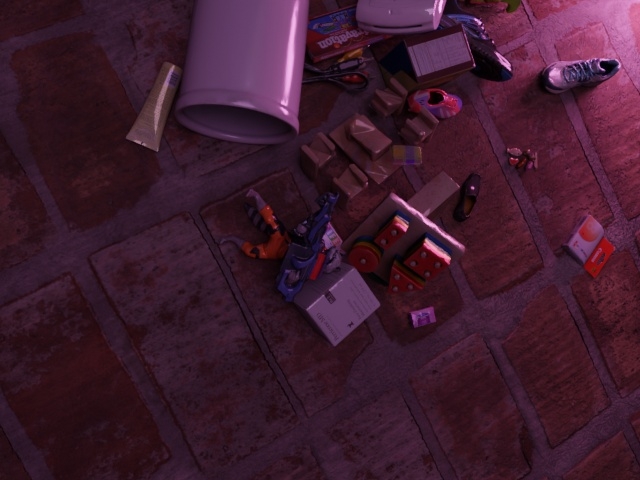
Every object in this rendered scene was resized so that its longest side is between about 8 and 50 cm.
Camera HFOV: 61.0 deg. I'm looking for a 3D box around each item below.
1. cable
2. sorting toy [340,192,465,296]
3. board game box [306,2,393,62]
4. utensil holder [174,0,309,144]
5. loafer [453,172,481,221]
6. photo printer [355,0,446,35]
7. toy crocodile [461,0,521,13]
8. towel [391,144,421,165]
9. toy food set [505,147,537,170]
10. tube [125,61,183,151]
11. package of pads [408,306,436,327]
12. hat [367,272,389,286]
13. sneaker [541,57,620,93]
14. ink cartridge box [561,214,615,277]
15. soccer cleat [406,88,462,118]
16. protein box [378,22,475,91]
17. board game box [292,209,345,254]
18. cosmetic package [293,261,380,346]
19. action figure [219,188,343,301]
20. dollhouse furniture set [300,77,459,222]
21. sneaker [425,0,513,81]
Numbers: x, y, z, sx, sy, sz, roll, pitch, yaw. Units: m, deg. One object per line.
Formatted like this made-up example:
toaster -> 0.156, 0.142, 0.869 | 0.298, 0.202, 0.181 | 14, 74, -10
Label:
cable -> 0.035, -0.506, 1.666 | 0.287, 0.072, 0.139 | -15, 100, -3
sorting toy -> 0.212, 0.040, 1.497 | 0.257, 0.255, 0.089 | 36, 44, -7
board game box -> 0.073, -0.643, 1.658 | 0.281, 0.027, 0.145 | -23, 73, -15
utensil holder -> -0.197, -0.488, 1.455 | 0.327, 0.327, 0.385 | 9, 83, -15
loafer -> 0.489, -0.141, 1.762 | 0.062, 0.061, 0.170 | 20, 82, -13
photo printer -> 0.252, -0.735, 1.609 | 0.256, 0.107, 0.307 | 9, 65, 21
toy crocodile -> 0.502, -0.823, 1.775 | 0.340, 0.105, 0.115 | 1, 46, -15
towel -> 0.239, -0.237, 1.514 | 0.083, 0.009, 0.060 | 1, 71, -3
toy food set -> 0.688, -0.275, 1.844 | 0.122, 0.019, 0.078 | -1, 88, -15
tube -> -0.455, -0.376, 1.516 | 0.070, 0.062, 0.240 | 19, 87, 30
package of pads -> 0.322, 0.243, 1.718 | 0.083, 0.032, 0.050 | -13, 90, -16
hat -> 0.240, 0.034, 1.692 | 0.183, 0.173, 0.208 | -37, 123, -46
sneaker -> 0.892, -0.582, 1.858 | 0.283, 0.122, 0.110 | -14, 91, -16
ink cartridge box -> 0.947, 0.022, 1.894 | 0.179, 0.045, 0.145 | 40, 79, -8
soccer cleat -> 0.376, -0.431, 1.696 | 0.248, 0.095, 0.083 | -6, 89, -38
protein box -> 0.319, -0.539, 1.657 | 0.201, 0.200, 0.136 | -21, 95, -15
board game box -> 0.000, 0.000, 1.640 | 0.103, 0.026, 0.154 | -38, 98, -14
cosmetic package -> 0.038, 0.175, 1.567 | 0.183, 0.151, 0.151 | -41, 111, -13
action figure -> -0.073, -0.025, 1.517 | 0.330, 0.178, 0.341 | 31, 107, -5
dollhouse furniture set -> 0.196, -0.202, 1.641 | 0.362, 0.256, 0.394 | -40, 77, -14
sneaker -> 0.503, -0.649, 1.753 | 0.341, 0.125, 0.140 | 34, 78, -13
